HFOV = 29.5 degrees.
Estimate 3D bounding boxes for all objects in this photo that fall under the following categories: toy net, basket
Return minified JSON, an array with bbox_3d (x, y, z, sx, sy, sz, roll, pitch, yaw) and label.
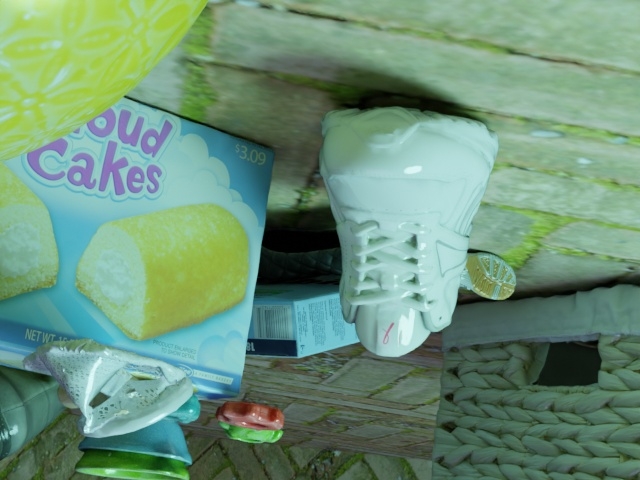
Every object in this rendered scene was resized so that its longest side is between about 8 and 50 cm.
[{"bbox_3d":[-0.085,0.098,0.641,0.122,0.045,0.232,6,164,4],"label":"toy net"},{"bbox_3d":[0.299,0.200,0.999,0.331,0.266,0.328,19,164,-29],"label":"basket"}]

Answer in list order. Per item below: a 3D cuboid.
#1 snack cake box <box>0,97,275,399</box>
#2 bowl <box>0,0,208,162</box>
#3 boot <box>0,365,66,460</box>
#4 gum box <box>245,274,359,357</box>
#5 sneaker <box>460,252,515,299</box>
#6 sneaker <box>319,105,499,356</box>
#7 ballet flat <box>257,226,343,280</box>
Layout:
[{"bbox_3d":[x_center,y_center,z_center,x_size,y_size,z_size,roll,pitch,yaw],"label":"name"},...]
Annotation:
[{"bbox_3d":[-0.164,-0.011,0.661,0.264,0.152,0.089,17,163,-32],"label":"snack cake box"},{"bbox_3d":[-0.167,-0.084,0.352,0.290,0.156,0.289,9,167,2],"label":"bowl"},{"bbox_3d":[-0.216,0.113,0.985,0.161,0.083,0.246,-19,180,-19],"label":"boot"},{"bbox_3d":[-0.022,0.049,0.891,0.157,0.041,0.184,-2,-176,38],"label":"gum box"},{"bbox_3d":[0.103,0.020,0.889,0.083,0.031,0.037,20,177,-22],"label":"sneaker"},{"bbox_3d":[0.047,0.003,0.655,0.090,0.115,0.232,6,166,13],"label":"sneaker"},{"bbox_3d":[0.000,0.000,0.859,0.173,0.049,0.057,0,-153,37],"label":"ballet flat"}]
